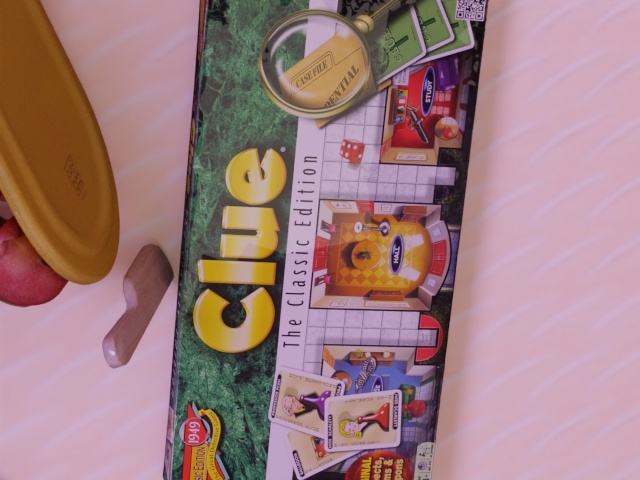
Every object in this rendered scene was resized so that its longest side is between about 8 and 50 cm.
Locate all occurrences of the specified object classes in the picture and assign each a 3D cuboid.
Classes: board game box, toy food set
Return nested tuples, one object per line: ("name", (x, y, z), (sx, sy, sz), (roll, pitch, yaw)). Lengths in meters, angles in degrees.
("board game box", (0.000, 0.000, 0.866), (0.136, 0.030, 0.259), (2, 106, -10))
("toy food set", (-0.147, -0.038, 0.782), (0.071, 0.128, 0.218), (-18, 114, 13))
